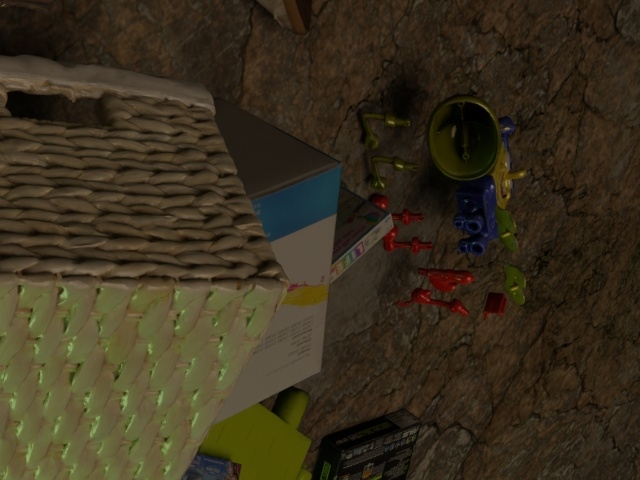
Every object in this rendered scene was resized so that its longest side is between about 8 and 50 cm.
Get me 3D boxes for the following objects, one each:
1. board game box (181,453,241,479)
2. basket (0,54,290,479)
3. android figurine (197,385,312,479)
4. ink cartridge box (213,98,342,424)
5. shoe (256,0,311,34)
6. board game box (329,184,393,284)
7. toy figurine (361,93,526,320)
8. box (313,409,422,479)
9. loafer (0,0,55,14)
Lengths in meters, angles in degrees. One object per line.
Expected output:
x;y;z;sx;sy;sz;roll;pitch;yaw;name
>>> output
-0.140;0.303;1.640;0.090;0.020;0.090;22;74;-42;board game box
-0.254;0.049;1.162;0.328;0.266;0.331;3;134;-34;basket
-0.109;0.289;1.721;0.248;0.056;0.273;39;64;-36;android figurine
-0.121;0.024;1.475;0.197;0.198;0.270;-23;131;-40;ink cartridge box
-0.056;-0.301;1.450;0.219;0.058;0.076;67;31;-53;shoe
0.000;0.000;1.681;0.154;0.103;0.026;-41;140;-23;board game box
0.187;-0.095;1.853;0.217;0.191;0.362;-67;150;-46;toy figurine
0.061;0.360;2.063;0.191;0.045;0.184;-12;126;-46;box
-0.288;-0.221;1.236;0.125;0.045;0.039;-10;129;-49;loafer
